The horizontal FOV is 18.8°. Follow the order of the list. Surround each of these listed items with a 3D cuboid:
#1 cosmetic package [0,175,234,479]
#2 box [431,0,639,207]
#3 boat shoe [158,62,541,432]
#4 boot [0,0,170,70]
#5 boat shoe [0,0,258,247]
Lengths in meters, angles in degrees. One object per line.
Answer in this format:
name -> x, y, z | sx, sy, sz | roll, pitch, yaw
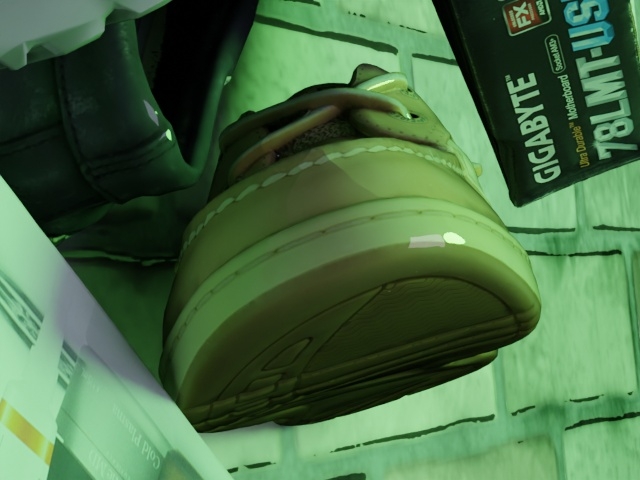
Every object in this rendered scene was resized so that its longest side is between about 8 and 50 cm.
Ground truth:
cosmetic package -> -0.095, 0.182, 0.519 | 0.377, 0.097, 0.284 | 57, 39, -40
box -> 0.032, -0.208, 0.708 | 0.293, 0.073, 0.295 | 67, 5, -58
boat shoe -> 0.000, 0.000, 0.672 | 0.341, 0.122, 0.110 | 74, 0, -82
boot -> -0.170, -0.229, 0.341 | 0.367, 0.146, 0.445 | -36, 115, -38
boat shoe -> -0.047, -0.134, 0.665 | 0.127, 0.113, 0.340 | 62, 34, -35
